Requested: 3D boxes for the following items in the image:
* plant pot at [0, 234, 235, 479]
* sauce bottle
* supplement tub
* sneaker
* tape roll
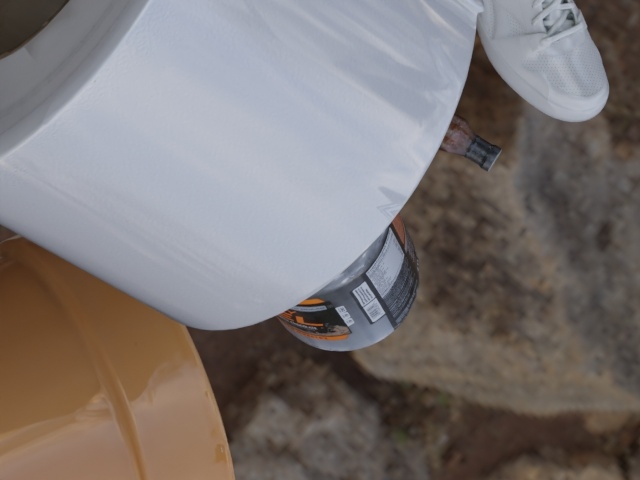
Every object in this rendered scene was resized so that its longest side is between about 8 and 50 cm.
[{"bbox_3d":[-0.213,0.148,1.260,0.204,0.291,0.290,-20,140,-26],"label":"plant pot"},{"bbox_3d":[0.113,-0.109,1.748,0.042,0.128,0.042,-55,175,-8],"label":"sauce bottle"},{"bbox_3d":[0.000,0.000,2.256,0.207,0.207,0.338,-47,158,-6],"label":"supplement tub"},{"bbox_3d":[0.227,-0.274,1.937,0.108,0.292,0.169,-29,169,-21],"label":"sneaker"},{"bbox_3d":[-0.070,-0.100,0.870,0.169,0.246,0.246,32,97,-35],"label":"tape roll"}]
